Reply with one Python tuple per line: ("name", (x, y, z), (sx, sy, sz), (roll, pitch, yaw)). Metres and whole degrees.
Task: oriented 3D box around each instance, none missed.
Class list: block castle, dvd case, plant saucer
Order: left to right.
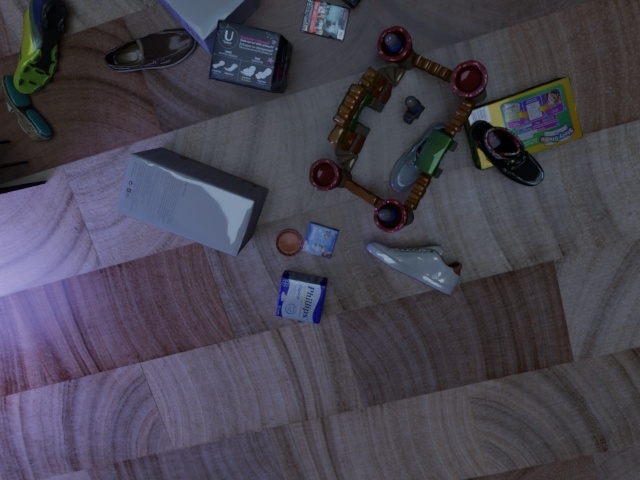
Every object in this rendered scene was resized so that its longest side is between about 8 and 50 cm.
("plant saucer", (-0.094, 0.008, 1.605), (0.083, 0.013, 0.084), (1, 105, 3))
("dvd case", (0.014, -0.597, 1.447), (0.119, 0.013, 0.087), (13, 105, 2))
("block castle", (0.191, -0.278, 1.361), (0.303, 0.212, 0.454), (34, 105, 19))

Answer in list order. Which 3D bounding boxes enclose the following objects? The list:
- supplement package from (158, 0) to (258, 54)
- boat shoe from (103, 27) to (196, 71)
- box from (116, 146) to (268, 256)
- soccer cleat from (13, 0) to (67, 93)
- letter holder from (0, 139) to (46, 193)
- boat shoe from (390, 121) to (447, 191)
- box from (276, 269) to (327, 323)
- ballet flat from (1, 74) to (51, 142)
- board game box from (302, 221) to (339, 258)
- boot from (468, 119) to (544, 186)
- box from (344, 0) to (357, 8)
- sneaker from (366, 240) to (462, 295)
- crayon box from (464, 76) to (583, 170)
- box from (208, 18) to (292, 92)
("supplement package", (-0.296, -0.635, 1.374), (0.194, 0.149, 0.203), (-44, 97, 0))
("boat shoe", (-0.467, -0.515, 1.460), (0.257, 0.095, 0.095), (-16, 102, 8))
("box", (-0.346, -0.115, 1.491), (0.345, 0.215, 0.169), (21, 105, -1))
("soccer cleat", (-0.792, -0.552, 1.495), (0.121, 0.093, 0.289), (39, 111, 26))
("letter holder", (-0.936, -0.195, 1.469), (0.214, 0.302, 0.152), (-6, 103, 6))
("boat shoe", (0.273, -0.230, 1.483), (0.079, 0.081, 0.228), (36, 104, -5))
("box", (-0.056, 0.170, 1.613), (0.137, 0.072, 0.126), (10, 105, 1))
("ballet flat", (-0.862, -0.372, 1.543), (0.067, 0.073, 0.206), (-27, 97, 25))
("board game box", (0.000, 0.000, 1.593), (0.089, 0.020, 0.090), (17, 105, 1))
("boot", (0.480, -0.208, 1.338), (0.236, 0.179, 0.085), (39, 105, -5))
("box", (0.078, -0.799, 1.358), (0.242, 0.076, 0.308), (36, 104, -5))
("sneaker", (0.275, 0.046, 1.551), (0.289, 0.106, 0.123), (25, 95, -10))
("crayon box", (0.540, -0.314, 1.442), (0.278, 0.081, 0.166), (-18, 102, 8))
("box", (-0.169, -0.465, 1.372), (0.163, 0.247, 0.142), (13, 106, 1))
